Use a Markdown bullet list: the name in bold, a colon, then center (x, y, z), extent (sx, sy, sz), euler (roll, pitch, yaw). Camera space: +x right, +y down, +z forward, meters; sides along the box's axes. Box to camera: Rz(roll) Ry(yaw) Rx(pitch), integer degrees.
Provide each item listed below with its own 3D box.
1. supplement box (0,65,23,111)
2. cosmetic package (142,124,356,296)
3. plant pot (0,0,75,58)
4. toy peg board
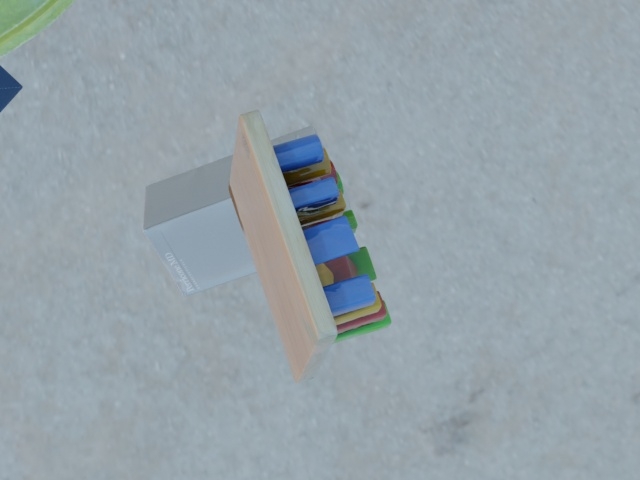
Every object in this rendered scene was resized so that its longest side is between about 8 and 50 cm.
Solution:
- **supplement box**: center (-0.363, -0.170, 1.466), extent (0.056, 0.083, 0.083), euler (-49, 121, -8)
- **cosmetic package**: center (-0.091, -0.035, 1.785), extent (0.238, 0.107, 0.127), euler (-22, 126, 10)
- **plant pot**: center (-0.323, -0.299, 1.060), extent (0.276, 0.276, 0.254), euler (-29, 138, 5)
- **toy peg board**: center (0.000, 0.000, 1.007), extent (0.079, 0.161, 0.160), euler (-17, 166, -11)
